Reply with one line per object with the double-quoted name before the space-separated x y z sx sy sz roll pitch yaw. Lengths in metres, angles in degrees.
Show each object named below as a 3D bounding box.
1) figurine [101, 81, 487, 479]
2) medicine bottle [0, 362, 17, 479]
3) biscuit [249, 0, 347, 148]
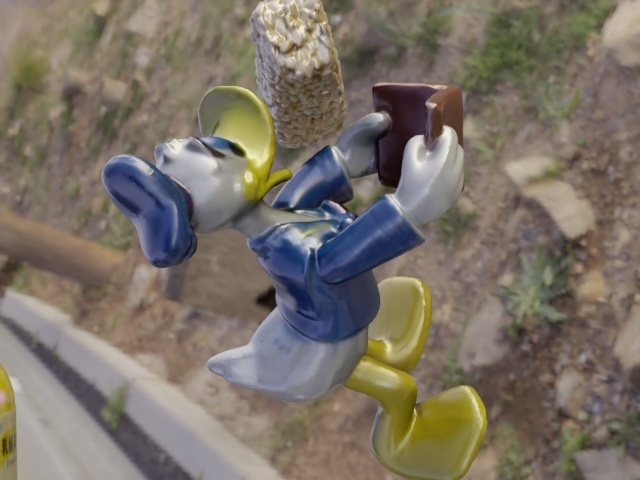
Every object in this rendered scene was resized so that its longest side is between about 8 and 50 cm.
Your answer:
"figurine" 0.000 0.000 0.968 0.283 0.338 0.204 -55 37 16
"medicine bottle" -0.231 0.091 0.745 0.122 0.122 0.212 -176 85 -66
"biscuit" -0.017 -0.134 1.044 0.168 0.070 0.082 85 164 -73
